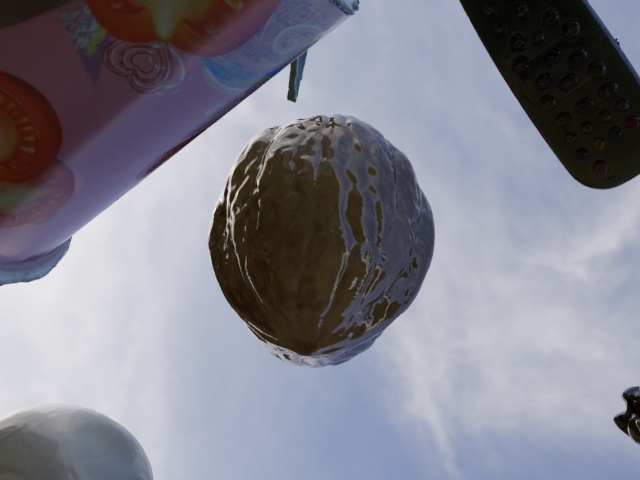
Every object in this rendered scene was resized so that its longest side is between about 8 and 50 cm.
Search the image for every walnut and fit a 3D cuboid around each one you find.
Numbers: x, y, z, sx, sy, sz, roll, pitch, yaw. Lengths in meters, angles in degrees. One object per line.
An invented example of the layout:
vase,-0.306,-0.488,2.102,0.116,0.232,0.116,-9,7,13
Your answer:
walnut,0.000,0.000,1.050,0.225,0.225,0.260,-27,-139,39

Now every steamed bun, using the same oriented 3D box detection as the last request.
steamed bun,-0.250,0.214,0.844,0.228,0.177,0.130,-38,-101,12

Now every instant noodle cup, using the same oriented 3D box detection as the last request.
instant noodle cup,-0.126,-0.135,0.546,0.231,0.243,0.243,-31,-101,15

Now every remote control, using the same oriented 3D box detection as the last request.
remote control,0.144,-0.135,0.685,0.072,0.042,0.222,-34,-94,30

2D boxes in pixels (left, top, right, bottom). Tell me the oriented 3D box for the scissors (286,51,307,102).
scissors,0.000,-0.350,1.203,0.029,0.256,0.383,22,-83,41

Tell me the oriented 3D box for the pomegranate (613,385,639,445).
pomegranate,0.368,0.172,0.959,0.211,0.179,0.179,25,-64,8
